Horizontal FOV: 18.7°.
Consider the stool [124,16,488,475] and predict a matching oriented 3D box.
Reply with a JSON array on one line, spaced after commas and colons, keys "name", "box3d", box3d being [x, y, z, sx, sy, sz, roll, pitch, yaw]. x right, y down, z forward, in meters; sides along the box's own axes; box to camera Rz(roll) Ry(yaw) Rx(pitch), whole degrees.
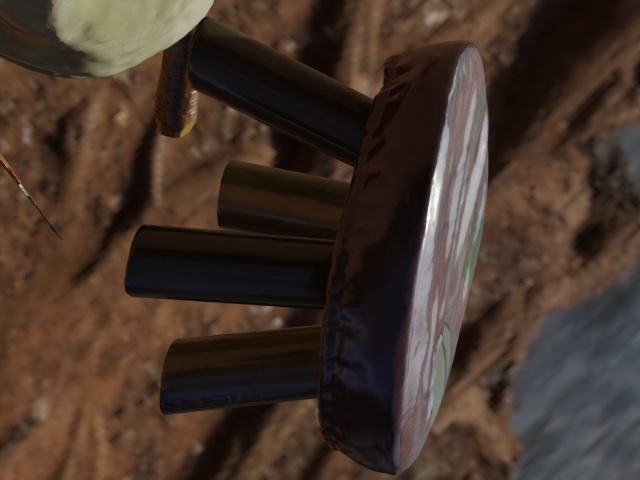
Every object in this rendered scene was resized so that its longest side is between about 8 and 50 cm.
[{"name": "stool", "box3d": [0.000, 0.000, 1.219, 0.272, 0.179, 0.272, 9, 90, -80]}]

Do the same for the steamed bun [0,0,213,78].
[{"name": "steamed bun", "box3d": [-0.197, -0.231, 1.327, 0.276, 0.289, 0.203, -29, 147, -42]}]

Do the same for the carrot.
[{"name": "carrot", "box3d": [-0.127, -0.171, 1.774, 0.042, 0.042, 0.170, -22, 136, -34]}]

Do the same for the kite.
[{"name": "kite", "box3d": [-0.293, -0.049, 1.934, 0.008, 0.125, 0.222, -38, -176, -5]}]
